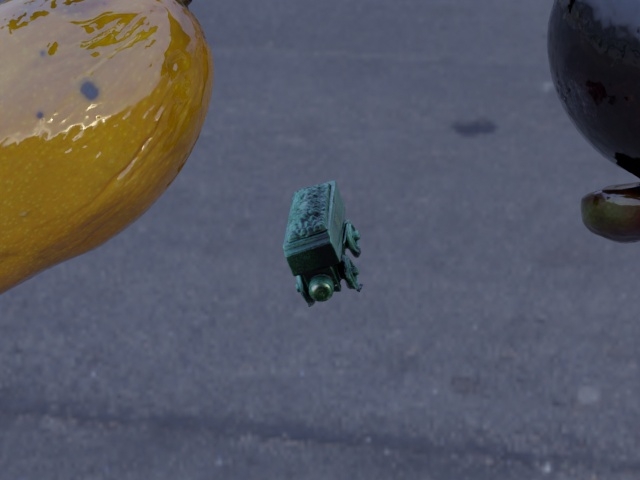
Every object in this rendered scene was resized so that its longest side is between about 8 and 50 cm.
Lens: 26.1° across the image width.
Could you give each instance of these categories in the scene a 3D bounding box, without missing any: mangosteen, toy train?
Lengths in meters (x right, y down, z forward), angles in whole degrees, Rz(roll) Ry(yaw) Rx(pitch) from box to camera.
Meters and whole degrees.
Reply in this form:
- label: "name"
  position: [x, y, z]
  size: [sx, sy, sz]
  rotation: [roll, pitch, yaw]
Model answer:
- label: "mangosteen"
  position: [0.428, -0.166, 1.442]
  size: [0.382, 0.435, 0.382]
  rotation: [-4, 23, 2]
- label: "toy train"
  position: [0.000, 0.000, 1.467]
  size: [0.070, 0.099, 0.172]
  rotation: [-18, 22, 11]

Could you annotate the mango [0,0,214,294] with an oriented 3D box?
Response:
- label: "mango"
  position: [-0.227, -0.054, 0.972]
  size: [0.359, 0.187, 0.144]
  rotation: [-36, 27, -5]
